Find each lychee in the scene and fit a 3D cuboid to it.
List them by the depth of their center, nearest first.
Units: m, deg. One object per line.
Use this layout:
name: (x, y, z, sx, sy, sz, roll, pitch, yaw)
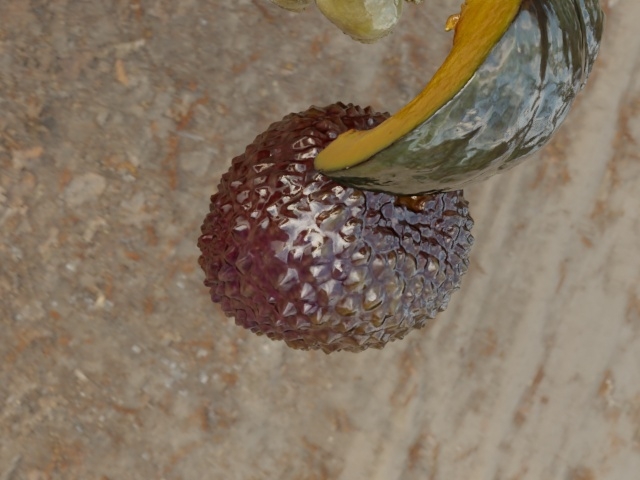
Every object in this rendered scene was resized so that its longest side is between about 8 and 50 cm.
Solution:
lychee: (0.000, 0.000, 1.150, 0.271, 0.271, 0.271, -16, 117, -34)

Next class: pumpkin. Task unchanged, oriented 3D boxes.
pumpkin: (0.129, -0.096, 0.829, 0.130, 0.149, 0.254, 41, 96, -22)

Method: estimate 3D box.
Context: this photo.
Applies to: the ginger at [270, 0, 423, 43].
ginger: (0.002, -0.271, 1.108, 0.166, 0.375, 0.236, -13, 121, -11)
